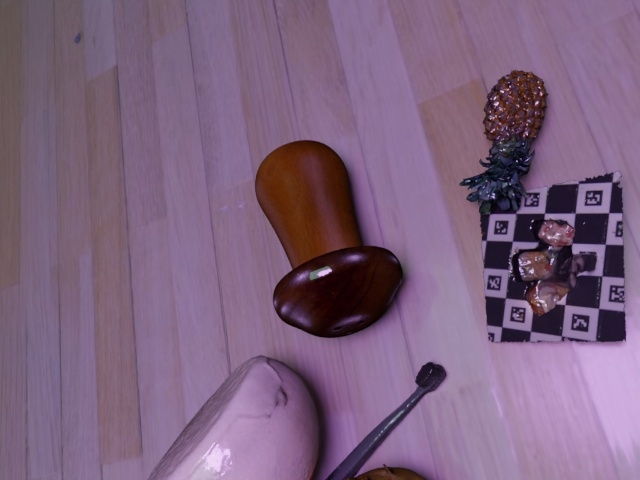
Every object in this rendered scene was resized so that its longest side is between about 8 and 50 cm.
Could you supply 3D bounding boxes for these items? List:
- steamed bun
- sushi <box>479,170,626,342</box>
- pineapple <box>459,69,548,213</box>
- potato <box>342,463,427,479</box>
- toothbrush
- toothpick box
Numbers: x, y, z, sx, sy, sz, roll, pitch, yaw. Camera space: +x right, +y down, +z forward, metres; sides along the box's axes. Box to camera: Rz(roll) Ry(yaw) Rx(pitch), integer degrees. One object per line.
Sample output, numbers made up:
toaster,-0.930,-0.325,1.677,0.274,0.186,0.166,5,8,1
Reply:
steamed bun,-0.107,0.312,0.758,0.177,0.283,0.283,42,101,-5
sushi,0.311,0.031,0.715,0.192,0.040,0.210,-10,71,44
pineapple,0.262,-0.145,0.753,0.103,0.083,0.221,-14,54,58
potato,0.024,0.406,0.706,0.140,0.173,0.300,46,105,3
toothbrush,0.077,0.292,0.786,0.297,0.030,0.030,-51,34,10
toothpick box,0.000,0.000,0.815,0.192,0.192,0.294,-31,59,19
